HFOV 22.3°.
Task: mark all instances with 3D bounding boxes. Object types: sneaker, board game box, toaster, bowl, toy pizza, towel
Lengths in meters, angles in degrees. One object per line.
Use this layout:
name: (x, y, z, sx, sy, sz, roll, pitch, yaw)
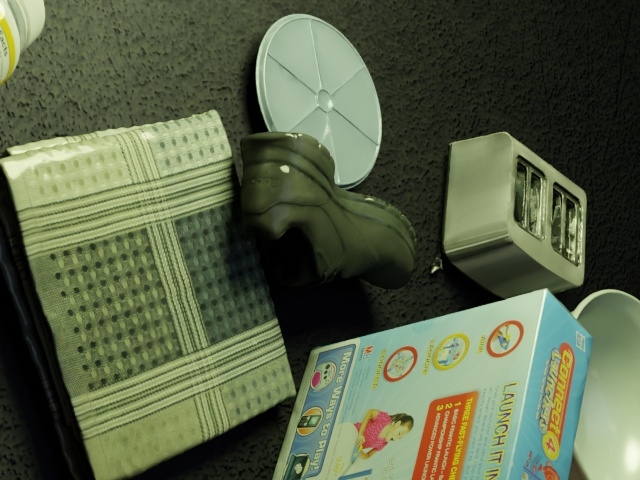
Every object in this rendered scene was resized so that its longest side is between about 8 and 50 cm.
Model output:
sneaker: (0.000, 0.000, 1.672, 0.286, 0.109, 0.130, 35, 56, -45)
board game box: (0.090, 0.219, 1.546, 0.086, 0.302, 0.308, 44, 47, -31)
toaster: (0.229, -0.021, 1.956, 0.168, 0.110, 0.185, 31, 54, -39)
bowl: (0.325, 0.215, 1.964, 0.298, 0.134, 0.297, 20, 62, -45)
toy pizza: (-0.006, -0.150, 1.785, 0.201, 0.032, 0.201, 20, 63, -44)
towel: (-0.165, 0.045, 1.519, 0.324, 0.056, 0.312, -18, 94, -54)

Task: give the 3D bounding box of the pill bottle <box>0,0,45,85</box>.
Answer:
pill bottle: (-0.323, -0.153, 1.337, 0.119, 0.119, 0.208, 57, 41, -19)
